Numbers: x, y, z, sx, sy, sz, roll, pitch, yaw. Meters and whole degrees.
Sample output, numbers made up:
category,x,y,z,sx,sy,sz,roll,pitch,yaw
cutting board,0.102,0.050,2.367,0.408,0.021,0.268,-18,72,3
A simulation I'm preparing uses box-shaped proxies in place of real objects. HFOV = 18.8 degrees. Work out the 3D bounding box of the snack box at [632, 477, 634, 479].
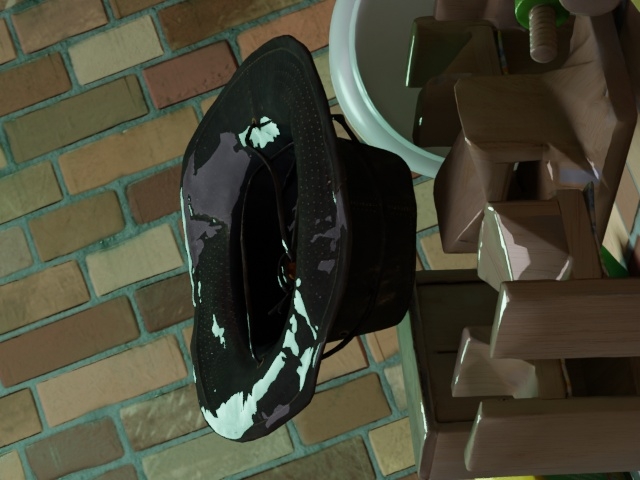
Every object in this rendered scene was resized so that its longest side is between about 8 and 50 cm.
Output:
category,x,y,z,sx,sy,sz,roll,pitch,yaw
snack box,0.410,0.311,2.182,0.322,0.060,0.187,-108,-4,-58

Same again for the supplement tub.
category,x,y,z,sx,sy,sz,roll,pitch,yaw
supplement tub,0.125,-0.169,1.698,0.325,0.235,0.235,-91,-20,-87

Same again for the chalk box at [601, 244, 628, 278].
category,x,y,z,sx,sy,sz,roll,pitch,yaw
chalk box,0.252,0.097,2.076,0.132,0.213,0.132,44,157,-18

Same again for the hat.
category,x,y,z,sx,sy,sz,roll,pitch,yaw
hat,0.000,0.000,1.492,0.331,0.134,0.331,-179,90,-66

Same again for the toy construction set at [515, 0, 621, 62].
category,x,y,z,sx,sy,sz,roll,pitch,yaw
toy construction set,0.113,-0.282,1.173,0.309,0.257,0.237,40,-141,-38

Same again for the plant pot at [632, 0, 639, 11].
category,x,y,z,sx,sy,sz,roll,pitch,yaw
plant pot,0.198,-0.156,0.966,0.081,0.081,0.083,-109,8,-55

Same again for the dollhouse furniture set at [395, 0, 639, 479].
category,x,y,z,sx,sy,sz,roll,pitch,yaw
dollhouse furniture set,0.206,0.001,1.390,0.394,0.256,0.362,96,170,-51

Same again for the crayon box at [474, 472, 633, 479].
category,x,y,z,sx,sy,sz,roll,pitch,yaw
crayon box,0.289,0.328,2.145,0.203,0.083,0.323,21,-144,-39

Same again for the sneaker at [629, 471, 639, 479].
category,x,y,z,sx,sy,sz,roll,pitch,yaw
sneaker,0.346,0.206,1.884,0.296,0.104,0.147,64,178,13
